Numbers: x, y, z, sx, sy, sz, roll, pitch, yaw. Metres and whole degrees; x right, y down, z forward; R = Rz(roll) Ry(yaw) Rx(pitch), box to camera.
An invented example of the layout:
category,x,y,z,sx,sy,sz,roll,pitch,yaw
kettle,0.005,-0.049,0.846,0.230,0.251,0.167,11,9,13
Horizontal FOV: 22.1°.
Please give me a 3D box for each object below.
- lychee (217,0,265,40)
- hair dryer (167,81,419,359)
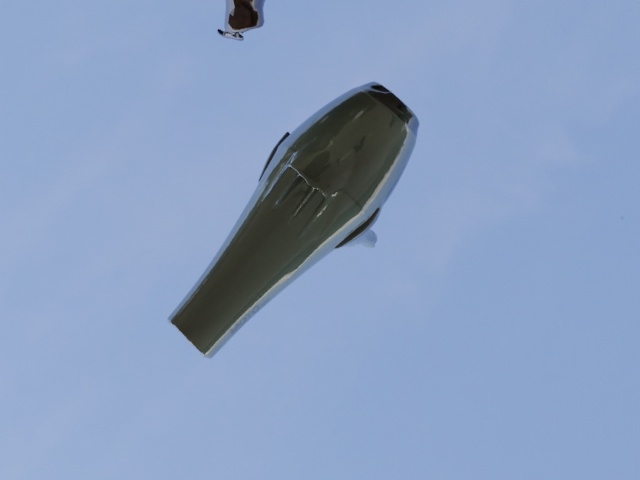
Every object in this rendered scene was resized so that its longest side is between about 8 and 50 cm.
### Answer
category,x,y,z,sx,sy,sz,roll,pitch,yaw
lychee,-0.067,-0.249,0.853,0.264,0.264,0.300,-11,-68,10
hair dryer,-0.024,0.018,1.243,0.092,0.267,0.229,40,-112,15
